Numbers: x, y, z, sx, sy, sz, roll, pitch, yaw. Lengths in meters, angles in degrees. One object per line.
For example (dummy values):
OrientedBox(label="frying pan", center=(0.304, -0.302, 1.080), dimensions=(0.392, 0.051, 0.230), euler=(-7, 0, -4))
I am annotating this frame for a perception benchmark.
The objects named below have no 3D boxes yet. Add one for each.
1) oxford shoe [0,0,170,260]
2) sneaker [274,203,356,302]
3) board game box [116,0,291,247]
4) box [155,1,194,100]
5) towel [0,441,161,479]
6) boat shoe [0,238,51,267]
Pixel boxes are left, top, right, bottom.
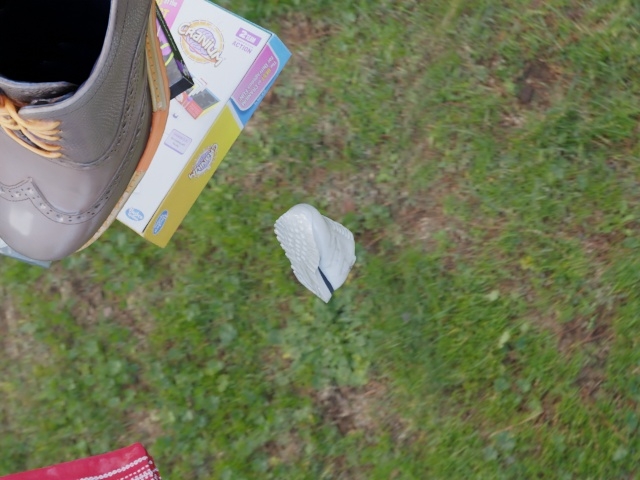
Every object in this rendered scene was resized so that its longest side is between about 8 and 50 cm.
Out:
OrientedBox(label="oxford shoe", center=(-0.153, -0.096, 0.586), dimensions=(0.130, 0.133, 0.364), euler=(21, 137, 0))
OrientedBox(label="sneaker", center=(0.000, 0.000, 1.635), dimensions=(0.095, 0.235, 0.090), euler=(-43, 66, -14))
OrientedBox(label="board game box", center=(-0.223, -0.183, 1.494), dimensions=(0.242, 0.064, 0.317), euler=(32, 87, 27))
OrientedBox(label="box", center=(-0.224, -0.213, 1.261), dimensions=(0.116, 0.029, 0.162), euler=(-32, 64, 13))
OrientedBox(label="towel", center=(-0.238, 0.297, 1.092), dimensions=(0.198, 0.275, 0.031), euler=(-11, 113, -18))
OrientedBox(label="boat shoe", center=(-0.473, -0.041, 1.672), dimensions=(0.320, 0.118, 0.103), euler=(21, 91, 59))
